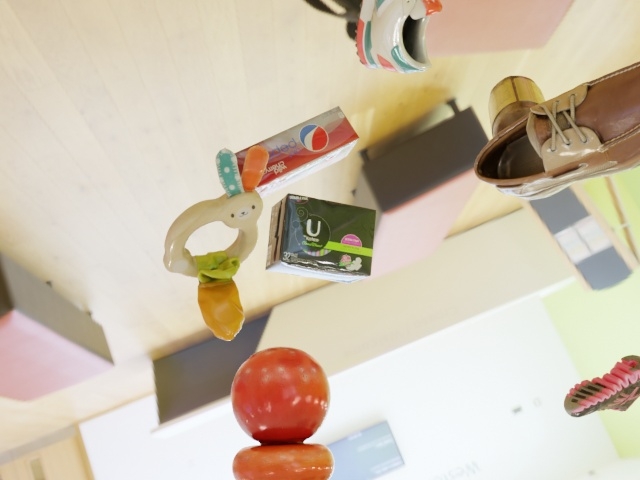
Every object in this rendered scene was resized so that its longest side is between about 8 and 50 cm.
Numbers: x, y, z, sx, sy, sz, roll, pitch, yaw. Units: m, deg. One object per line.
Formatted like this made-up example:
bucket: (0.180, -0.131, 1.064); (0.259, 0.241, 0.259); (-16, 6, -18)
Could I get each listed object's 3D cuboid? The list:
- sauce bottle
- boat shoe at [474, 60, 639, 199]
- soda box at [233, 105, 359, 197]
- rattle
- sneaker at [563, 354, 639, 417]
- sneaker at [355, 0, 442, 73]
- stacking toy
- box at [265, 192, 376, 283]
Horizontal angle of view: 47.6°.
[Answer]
sauce bottle: (0.359, -0.203, 1.301); (0.111, 0.111, 0.344); (-29, -162, 24)
boat shoe: (0.326, -0.134, 0.941); (0.116, 0.123, 0.324); (0, 159, -28)
soda box: (-0.057, -0.167, 1.433); (0.263, 0.083, 0.092); (-29, 171, -23)
rattle: (-0.110, -0.001, 0.903); (0.130, 0.143, 0.200); (28, 117, -27)
sneaker: (0.343, 0.185, 0.855); (0.119, 0.057, 0.047); (-25, -160, -10)
sneaker: (0.069, -0.212, 0.584); (0.057, 0.075, 0.161); (-23, 126, -34)
stacking toy: (-0.025, 0.256, 0.616); (0.141, 0.330, 0.141); (-1, 166, 0)
box: (0.000, 0.000, 0.638); (0.083, 0.062, 0.052); (9, 166, -18)
